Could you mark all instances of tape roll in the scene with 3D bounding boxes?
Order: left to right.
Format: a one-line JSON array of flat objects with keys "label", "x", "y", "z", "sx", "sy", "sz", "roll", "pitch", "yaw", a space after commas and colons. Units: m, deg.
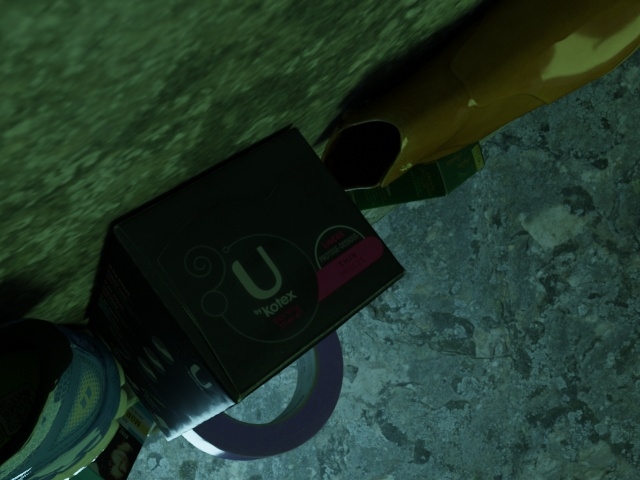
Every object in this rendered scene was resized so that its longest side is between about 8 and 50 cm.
[{"label": "tape roll", "x": -0.106, "y": 0.193, "z": 1.069, "sx": 0.275, "sy": 0.275, "sz": 0.090, "roll": -34, "pitch": 177, "yaw": -29}]

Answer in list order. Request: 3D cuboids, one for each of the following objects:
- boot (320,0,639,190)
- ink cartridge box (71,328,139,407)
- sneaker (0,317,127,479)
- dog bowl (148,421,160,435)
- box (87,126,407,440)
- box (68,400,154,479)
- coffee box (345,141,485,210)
[{"label": "boot", "x": 0.135, "y": -0.130, "z": 0.568, "sx": 0.211, "sy": 0.104, "sz": 0.295, "roll": -34, "pitch": 180, "yaw": -36}, {"label": "ink cartridge box", "x": -0.262, "y": 0.156, "z": 0.608, "sx": 0.160, "sy": 0.092, "sz": 0.219, "roll": -34, "pitch": 176, "yaw": -6}, {"label": "sneaker", "x": -0.273, "y": 0.145, "z": 0.391, "sx": 0.330, "sy": 0.130, "sz": 0.147, "roll": -38, "pitch": 163, "yaw": -20}, {"label": "dog bowl", "x": -0.222, "y": 0.212, "z": 1.255, "sx": 0.349, "sy": 0.102, "sz": 0.349, "roll": -42, "pitch": 172, "yaw": -7}, {"label": "box", "x": -0.080, "y": 0.052, "z": 0.584, "sx": 0.165, "sy": 0.143, "sz": 0.270, "roll": -34, "pitch": 175, "yaw": -29}, {"label": "box", "x": -0.298, "y": 0.258, "z": 0.979, "sx": 0.060, "sy": 0.100, "sz": 0.244, "roll": -38, "pitch": -166, "yaw": 16}, {"label": "coffee box", "x": 0.078, "y": -0.070, "z": 0.776, "sx": 0.184, "sy": 0.040, "sz": 0.113, "roll": -8, "pitch": -165, "yaw": 39}]
